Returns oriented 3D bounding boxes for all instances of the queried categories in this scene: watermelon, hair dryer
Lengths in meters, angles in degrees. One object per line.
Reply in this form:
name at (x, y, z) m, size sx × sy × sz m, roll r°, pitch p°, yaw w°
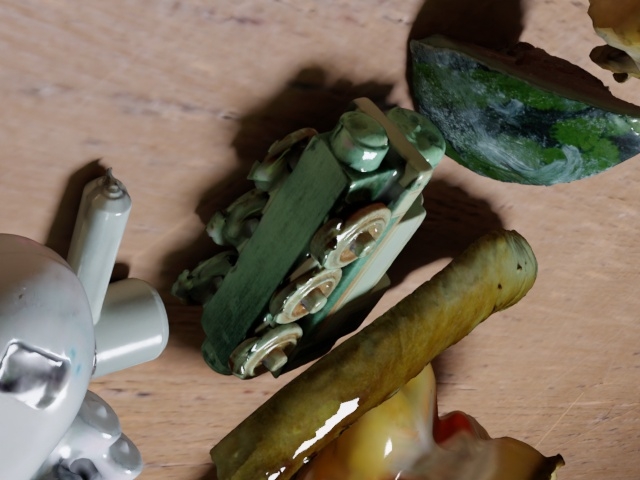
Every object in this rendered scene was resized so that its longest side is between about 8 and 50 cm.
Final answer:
watermelon at (0.106, -0.076, 0.702) m, size 0.080 × 0.155 × 0.101 m, roll -46°, pitch 133°, yaw -2°
hair dryer at (-0.112, 0.017, 0.672) m, size 0.082 × 0.047 × 0.137 m, roll -16°, pitch 142°, yaw -37°

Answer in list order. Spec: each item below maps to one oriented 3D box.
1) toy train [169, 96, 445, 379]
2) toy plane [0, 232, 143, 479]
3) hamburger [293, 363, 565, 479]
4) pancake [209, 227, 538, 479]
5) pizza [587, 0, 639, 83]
toy train at (0.000, 0.000, 0.740) m, size 0.125 × 0.081 × 0.194 m, roll -21°, pitch 154°, yaw -47°
toy plane at (-0.205, 0.095, 0.593) m, size 0.266 × 0.123 × 0.267 m, roll -15°, pitch 137°, yaw -15°
hamburger at (0.057, 0.235, 1.057) m, size 0.261 × 0.186 × 0.303 m, roll -48°, pitch 163°, yaw -40°
pancake at (0.044, 0.081, 0.863) m, size 0.376 × 0.054 × 0.197 m, roll -30°, pitch 169°, yaw -44°
pizza at (0.343, -0.223, 0.748) m, size 0.392 × 0.080 × 0.435 m, roll -50°, pitch 161°, yaw 20°
